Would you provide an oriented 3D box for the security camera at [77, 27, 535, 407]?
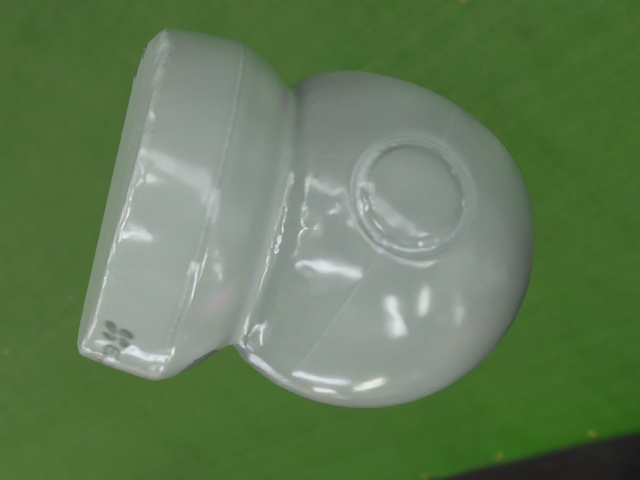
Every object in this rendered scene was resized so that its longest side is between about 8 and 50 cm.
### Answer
[{"bbox_3d":[0.000,0.000,0.779,0.236,0.194,0.194,14,151,-9],"label":"security camera"}]
